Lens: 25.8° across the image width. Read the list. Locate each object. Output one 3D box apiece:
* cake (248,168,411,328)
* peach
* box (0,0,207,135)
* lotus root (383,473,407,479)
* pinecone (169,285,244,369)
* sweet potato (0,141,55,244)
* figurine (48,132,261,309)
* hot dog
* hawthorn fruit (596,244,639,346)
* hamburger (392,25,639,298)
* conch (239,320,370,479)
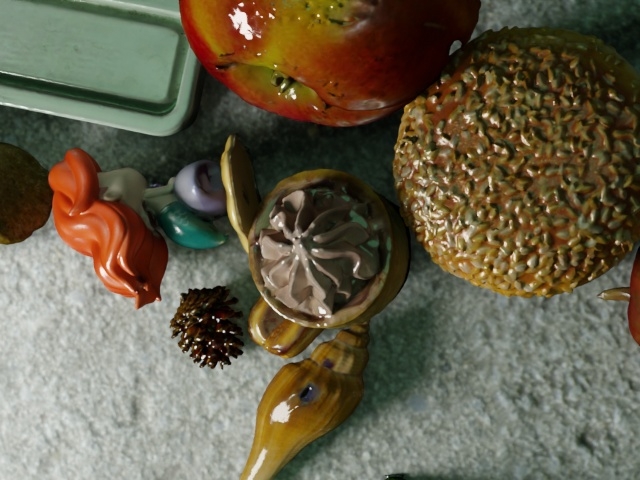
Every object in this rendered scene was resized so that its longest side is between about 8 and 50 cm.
[{"bbox_3d":[0.000,0.000,1.669,0.185,0.178,0.208,0,72,19],"label":"cake"},{"bbox_3d":[0.016,-0.353,1.576,0.353,0.339,0.416,29,80,-28],"label":"peach"},{"bbox_3d":[-0.290,-0.230,1.769,0.312,0.182,0.175,12,88,5],"label":"box"},{"bbox_3d":[0.084,0.389,1.715,0.186,0.186,0.186,0,87,5],"label":"lotus root"},{"bbox_3d":[-0.145,0.112,1.790,0.102,0.102,0.109,-8,114,4],"label":"pinecone"},{"bbox_3d":[-0.534,-0.076,1.801,0.369,0.158,0.158,8,88,14],"label":"sweet potato"},{"bbox_3d":[-0.213,-0.026,1.757,0.257,0.181,0.208,-10,105,9],"label":"figurine"},{"bbox_3d":[0.008,0.043,1.789,0.104,0.076,0.250,35,87,25],"label":"hot dog"},{"bbox_3d":[0.479,0.064,1.666,0.298,0.277,0.277,-2,87,24],"label":"hawthorn fruit"},{"bbox_3d":[0.251,-0.091,1.683,0.330,0.250,0.330,0,87,5],"label":"hamburger"},{"bbox_3d":[-0.035,0.227,1.768,0.109,0.093,0.330,37,90,7],"label":"conch"}]
